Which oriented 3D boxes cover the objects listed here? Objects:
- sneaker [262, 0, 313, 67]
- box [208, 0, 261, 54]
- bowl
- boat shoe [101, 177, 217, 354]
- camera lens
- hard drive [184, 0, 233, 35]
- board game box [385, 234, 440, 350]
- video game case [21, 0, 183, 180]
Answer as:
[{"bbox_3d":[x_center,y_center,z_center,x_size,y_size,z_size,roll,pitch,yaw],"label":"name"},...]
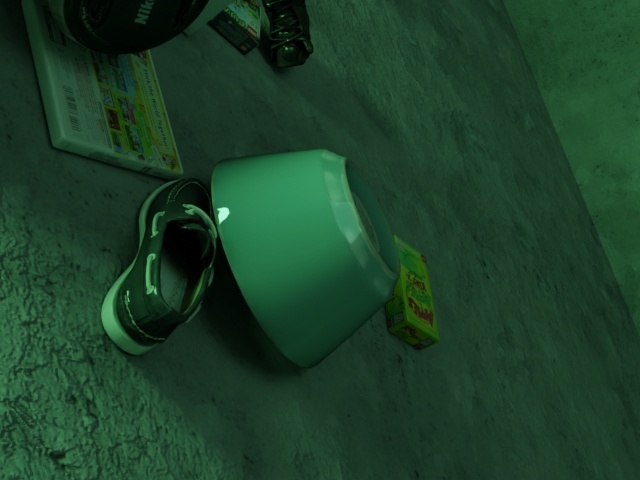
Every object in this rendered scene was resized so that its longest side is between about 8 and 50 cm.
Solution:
[{"bbox_3d":[-0.059,-0.388,1.683,0.227,0.087,0.130,76,4,-63],"label":"sneaker"},{"bbox_3d":[-0.184,-0.415,1.622,0.207,0.036,0.114,37,35,-35],"label":"box"},{"bbox_3d":[0.000,0.000,1.312,0.311,0.163,0.311,59,15,-27],"label":"bowl"},{"bbox_3d":[-0.169,0.014,1.178,0.114,0.091,0.302,43,32,-27],"label":"boat shoe"},{"bbox_3d":[-0.273,-0.392,1.228,0.219,0.219,0.274,9,44,-55],"label":"camera lens"},{"bbox_3d":[-0.236,-0.486,1.399,0.353,0.233,0.047,42,33,-29],"label":"hard drive"},{"bbox_3d":[0.150,0.089,1.665,0.092,0.043,0.181,34,37,-39],"label":"board game box"},{"bbox_3d":[-0.284,-0.197,1.268,0.206,0.026,0.226,15,50,-52],"label":"video game case"}]
